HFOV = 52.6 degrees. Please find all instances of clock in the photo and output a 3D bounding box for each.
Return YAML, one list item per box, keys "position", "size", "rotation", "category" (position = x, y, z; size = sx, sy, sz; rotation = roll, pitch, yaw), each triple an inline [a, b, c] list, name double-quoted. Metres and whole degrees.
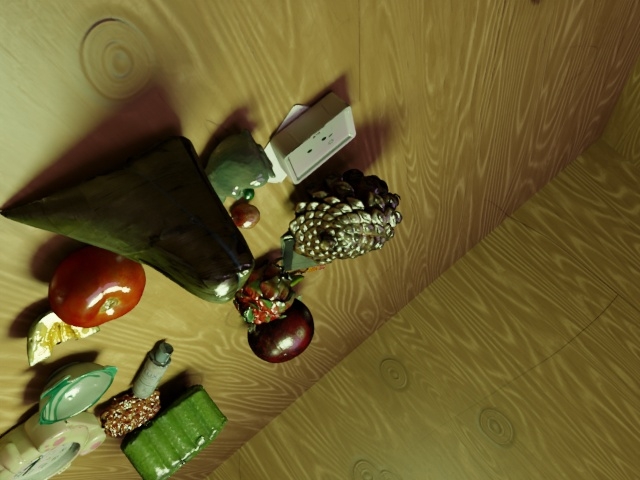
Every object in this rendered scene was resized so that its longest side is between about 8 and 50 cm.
- position: [-0.015, -0.241, 1.524]
  size: [0.197, 0.063, 0.150]
  rotation: [-40, 159, -6]
  category: "clock"
- position: [-0.774, 0.581, 1.764]
  size: [0.309, 0.114, 0.284]
  rotation: [-38, 160, -6]
  category: "clock"

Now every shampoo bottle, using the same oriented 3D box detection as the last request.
- position: [-0.495, 0.384, 1.923]
  size: [0.072, 0.072, 0.214]
  rotation: [-14, 146, -50]
  category: "shampoo bottle"

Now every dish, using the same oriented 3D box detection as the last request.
- position: [-0.631, 0.361, 1.627]
  size: [0.224, 0.078, 0.246]
  rotation: [-37, 159, -12]
  category: "dish"

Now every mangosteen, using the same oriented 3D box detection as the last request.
- position: [-0.154, 0.276, 2.160]
  size: [0.235, 0.235, 0.261]
  rotation: [-42, 115, 0]
  category: "mangosteen"

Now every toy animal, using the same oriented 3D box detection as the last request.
- position: [-0.224, -0.124, 1.372]
  size: [0.251, 0.127, 0.125]
  rotation: [-29, 172, 6]
  category: "toy animal"

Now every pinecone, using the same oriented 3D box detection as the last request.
- position: [0.072, -0.072, 1.767]
  size: [0.298, 0.242, 0.296]
  rotation: [-32, 171, 40]
  category: "pinecone"

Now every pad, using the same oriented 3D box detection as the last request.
- position: [-0.077, -0.224, 1.543]
  size: [0.232, 0.004, 0.156]
  rotation: [-52, 157, 25]
  category: "pad"
- position: [-0.039, 0.033, 2.003]
  size: [0.174, 0.022, 0.233]
  rotation: [-10, 152, -10]
  category: "pad"

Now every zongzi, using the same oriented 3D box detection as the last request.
- position: [-0.325, 0.004, 1.144]
  size: [0.361, 0.323, 0.160]
  rotation: [-23, 161, -31]
  category: "zongzi"

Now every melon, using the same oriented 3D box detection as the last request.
- position: [-0.573, 0.186, 1.404]
  size: [0.160, 0.079, 0.128]
  rotation: [-27, 136, -32]
  category: "melon"

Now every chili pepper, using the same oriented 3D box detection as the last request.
- position: [-0.119, 0.127, 2.100]
  size: [0.202, 0.052, 0.050]
  rotation: [14, 91, -64]
  category: "chili pepper"

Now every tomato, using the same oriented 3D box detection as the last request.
- position: [-0.455, 0.088, 1.317]
  size: [0.195, 0.136, 0.195]
  rotation: [-33, 155, -17]
  category: "tomato"

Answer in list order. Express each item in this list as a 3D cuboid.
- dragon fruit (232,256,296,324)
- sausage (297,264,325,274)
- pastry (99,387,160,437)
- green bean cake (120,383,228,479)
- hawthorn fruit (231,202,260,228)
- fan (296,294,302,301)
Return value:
- position: [-0.164, 0.157, 1.918]
  size: [0.189, 0.182, 0.182]
  rotation: [-23, 159, 3]
  category: "dragon fruit"
- position: [-0.024, 0.087, 2.189]
  size: [0.145, 0.048, 0.050]
  rotation: [-4, 99, -60]
  category: "sausage"
- position: [-0.584, 0.522, 1.989]
  size: [0.208, 0.115, 0.097]
  rotation: [-29, 176, -45]
  category: "pastry"
- position: [-0.480, 0.650, 2.149]
  size: [0.319, 0.218, 0.335]
  rotation: [-37, -178, -22]
  category: "green bean cake"
- position: [-0.198, -0.056, 1.583]
  size: [0.103, 0.066, 0.066]
  rotation: [-16, 148, -44]
  category: "hawthorn fruit"
- position: [-0.136, 0.289, 2.444]
  size: [0.131, 0.009, 0.240]
  rotation: [-15, 147, -46]
  category: "fan"
